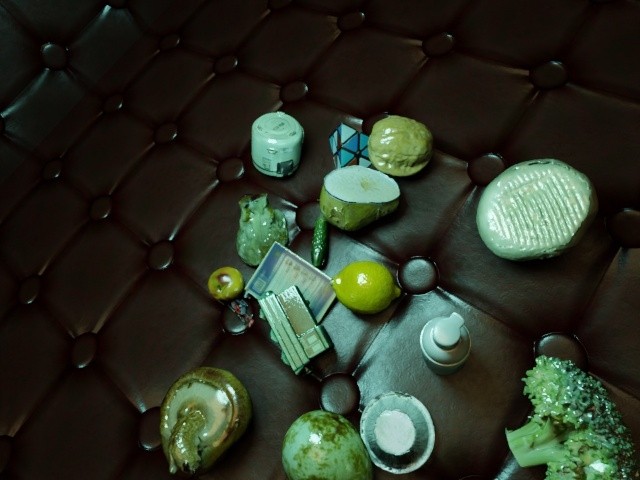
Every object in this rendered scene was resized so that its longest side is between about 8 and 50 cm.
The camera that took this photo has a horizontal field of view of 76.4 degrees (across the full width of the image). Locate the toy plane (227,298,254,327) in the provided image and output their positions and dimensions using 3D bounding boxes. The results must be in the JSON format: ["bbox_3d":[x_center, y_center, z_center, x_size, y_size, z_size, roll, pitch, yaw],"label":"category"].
[{"bbox_3d":[-0.306,0.274,1.573,0.145,0.037,0.060,38,103,25],"label":"toy plane"}]

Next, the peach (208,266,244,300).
[{"bbox_3d":[-0.365,0.167,1.593,0.138,0.138,0.138,-6,65,14],"label":"peach"}]

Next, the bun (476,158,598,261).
[{"bbox_3d":[0.705,-0.088,1.347,0.360,0.211,0.359,-8,70,24],"label":"bun"}]

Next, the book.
[{"bbox_3d":[-0.106,0.178,1.532,0.322,0.018,0.228,34,90,18],"label":"book"}]

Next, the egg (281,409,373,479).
[{"bbox_3d":[0.024,0.644,1.203,0.289,0.238,0.238,35,79,3],"label":"egg"}]

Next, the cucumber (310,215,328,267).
[{"bbox_3d":[0.000,0.000,1.593,0.069,0.069,0.227,-2,64,16],"label":"cucumber"}]

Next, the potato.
[{"bbox_3d":[0.138,-0.145,1.561,0.300,0.196,0.246,-3,48,-15],"label":"potato"}]

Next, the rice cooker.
[{"bbox_3d":[-0.183,-0.399,1.733,0.226,0.244,0.226,6,51,-7],"label":"rice cooker"}]

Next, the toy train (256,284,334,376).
[{"bbox_3d":[-0.087,0.304,1.430,0.178,0.138,0.330,-30,71,-1],"label":"toy train"}]

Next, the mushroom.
[{"bbox_3d":[-0.387,0.584,1.334,0.345,0.259,0.345,-6,66,13],"label":"mushroom"}]

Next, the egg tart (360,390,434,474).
[{"bbox_3d":[0.231,0.585,1.246,0.234,0.094,0.234,-6,67,14],"label":"egg tart"}]

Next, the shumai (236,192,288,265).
[{"bbox_3d":[-0.258,-0.045,1.616,0.222,0.203,0.272,-9,68,14],"label":"shumai"}]

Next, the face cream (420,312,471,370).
[{"bbox_3d":[0.360,0.295,1.179,0.145,0.369,0.145,-7,64,14],"label":"face cream"}]

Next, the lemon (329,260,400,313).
[{"bbox_3d":[0.154,0.161,1.408,0.244,0.187,0.187,5,68,8],"label":"lemon"}]

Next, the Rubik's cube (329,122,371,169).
[{"bbox_3d":[0.142,-0.401,1.636,0.250,0.234,0.284,-11,63,11],"label":"Rubik's cube"}]

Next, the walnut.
[{"bbox_3d":[0.312,-0.361,1.569,0.257,0.224,0.257,1,74,-4],"label":"walnut"}]

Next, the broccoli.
[{"bbox_3d":[0.660,0.509,1.062,0.338,0.277,0.317,35,100,35],"label":"broccoli"}]
